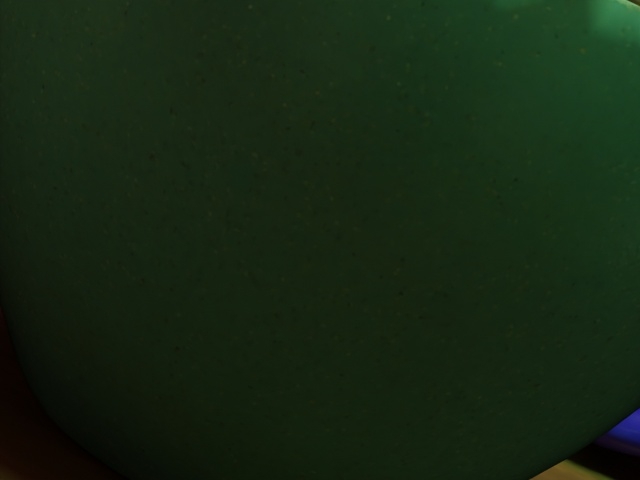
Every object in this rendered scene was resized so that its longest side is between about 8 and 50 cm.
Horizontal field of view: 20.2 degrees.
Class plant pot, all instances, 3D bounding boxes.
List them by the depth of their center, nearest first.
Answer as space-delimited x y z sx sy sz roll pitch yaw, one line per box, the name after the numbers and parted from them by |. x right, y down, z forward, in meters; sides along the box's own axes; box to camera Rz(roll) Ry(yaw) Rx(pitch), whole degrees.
0.004 -0.016 0.588 0.290 0.195 0.290 24 11 -5 | plant pot

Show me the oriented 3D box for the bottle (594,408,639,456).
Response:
0.155 0.040 0.946 0.118 0.092 0.283 7 8 -5 | bottle
